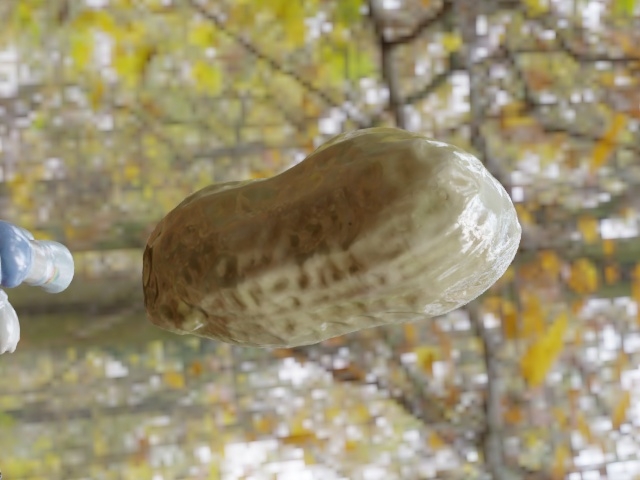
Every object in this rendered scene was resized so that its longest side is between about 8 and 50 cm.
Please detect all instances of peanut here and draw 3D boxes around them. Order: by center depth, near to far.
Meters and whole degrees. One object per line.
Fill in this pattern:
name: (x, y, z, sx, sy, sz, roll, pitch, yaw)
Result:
peanut: (0.000, 0.000, 1.501, 0.313, 0.152, 0.152, -17, -106, 30)

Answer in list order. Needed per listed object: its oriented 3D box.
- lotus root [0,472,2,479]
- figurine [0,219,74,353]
lotus root: (-0.307, 0.143, 1.369, 0.160, 0.152, 0.275, -63, 139, -76)
figurine: (-0.397, 0.017, 2.021, 0.382, 0.224, 0.205, -44, 153, -75)
